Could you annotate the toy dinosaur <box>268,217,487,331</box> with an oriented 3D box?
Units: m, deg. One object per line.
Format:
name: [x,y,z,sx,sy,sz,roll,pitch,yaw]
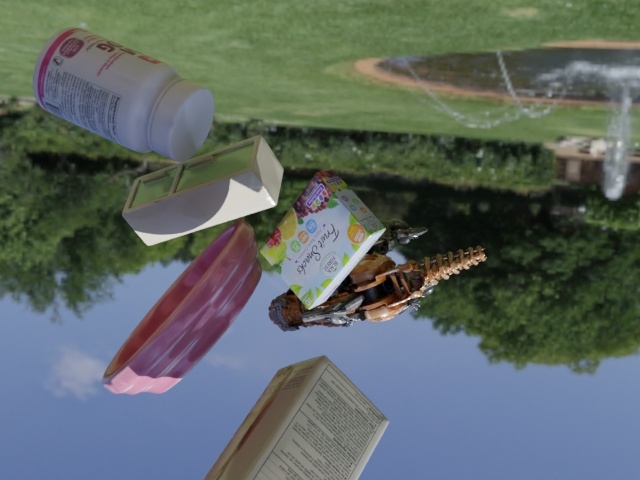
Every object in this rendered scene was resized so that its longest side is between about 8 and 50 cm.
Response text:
toy dinosaur: [0.085,0.070,1.245,0.322,0.164,0.218,6,-162,23]

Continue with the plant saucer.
plant saucer: [-0.202,0.115,1.314,0.084,0.332,0.332,41,180,-10]

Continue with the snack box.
snack box: [0.000,0.000,1.004,0.100,0.141,0.037,48,-143,15]

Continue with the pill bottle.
pill bottle: [-0.336,-0.249,1.457,0.283,0.160,0.160,25,-169,16]

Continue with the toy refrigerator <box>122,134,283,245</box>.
toy refrigerator: [-0.209,-0.089,1.483,0.269,0.094,0.102,-16,-140,23]

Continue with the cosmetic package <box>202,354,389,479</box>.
cosmetic package: [-0.051,0.321,1.164,0.129,0.153,0.296,-27,-160,49]
